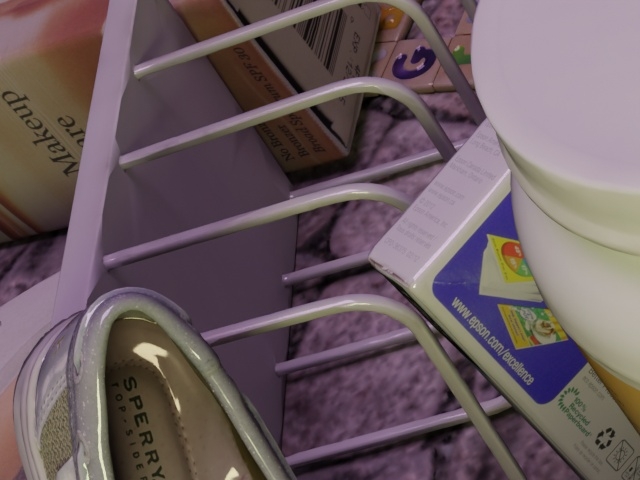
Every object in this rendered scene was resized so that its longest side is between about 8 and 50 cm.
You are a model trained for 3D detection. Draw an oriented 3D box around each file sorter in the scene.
[{"bbox_3d":[0.000,0.000,0.964,0.173,0.193,0.278,-16,45,21],"label":"file sorter"}]

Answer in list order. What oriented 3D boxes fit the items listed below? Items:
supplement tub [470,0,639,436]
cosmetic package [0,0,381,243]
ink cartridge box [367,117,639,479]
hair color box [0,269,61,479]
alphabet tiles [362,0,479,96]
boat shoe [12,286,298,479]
[{"bbox_3d":[0.206,0.005,0.700,0.228,0.316,0.228,-21,43,21],"label":"supplement tub"},{"bbox_3d":[-0.131,-0.109,1.188,0.296,0.153,0.129,-13,46,32],"label":"cosmetic package"},{"bbox_3d":[0.148,-0.008,0.832,0.208,0.206,0.045,-47,40,-3],"label":"ink cartridge box"},{"bbox_3d":[-0.148,0.186,0.963,0.185,0.110,0.339,-31,42,8],"label":"hair color box"},{"bbox_3d":[0.123,-0.183,1.184,0.198,0.009,0.237,-2,52,36],"label":"alphabet tiles"},{"bbox_3d":[-0.028,0.171,0.755,0.118,0.320,0.103,-19,-4,-16],"label":"boat shoe"}]
